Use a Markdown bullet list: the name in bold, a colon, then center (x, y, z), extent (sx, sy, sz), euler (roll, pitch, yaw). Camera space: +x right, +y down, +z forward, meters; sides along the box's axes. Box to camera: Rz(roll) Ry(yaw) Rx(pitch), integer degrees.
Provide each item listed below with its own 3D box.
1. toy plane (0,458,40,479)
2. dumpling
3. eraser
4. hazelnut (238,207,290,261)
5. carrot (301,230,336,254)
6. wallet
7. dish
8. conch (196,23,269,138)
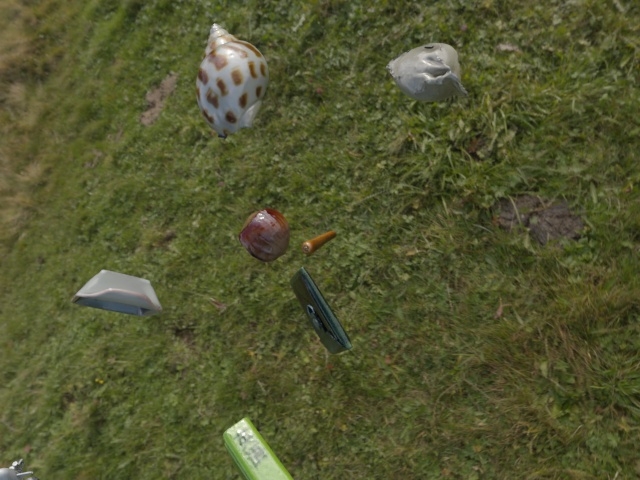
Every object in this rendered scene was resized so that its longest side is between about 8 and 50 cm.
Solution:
- **toy plane**: center (-0.537, 0.449, 0.795), extent (0.162, 0.066, 0.171), euler (59, 141, 46)
- **dumpling**: center (0.276, -0.400, 1.099), extent (0.247, 0.173, 0.142), euler (46, 114, 47)
- **eraser**: center (-0.119, 0.584, 1.071), extent (0.092, 0.210, 0.274), euler (-30, 51, -26)
- **hazelnut**: center (-0.085, -0.007, 0.696), extent (0.086, 0.086, 0.086), euler (-11, 69, 30)
- **carrot**: center (0.000, 0.000, 1.247), extent (0.037, 0.190, 0.037), euler (7, 107, 23)
- **wallet**: center (-0.005, 0.185, 1.174), extent (0.055, 0.160, 0.236), euler (-31, 83, -20)
- **dish**: center (-0.394, 0.102, 0.884), extent (0.234, 0.154, 0.064), euler (-18, 58, 57)
- **conch**: center (-0.211, -0.385, 1.051), extent (0.183, 0.148, 0.274), euler (-17, 54, 1)
